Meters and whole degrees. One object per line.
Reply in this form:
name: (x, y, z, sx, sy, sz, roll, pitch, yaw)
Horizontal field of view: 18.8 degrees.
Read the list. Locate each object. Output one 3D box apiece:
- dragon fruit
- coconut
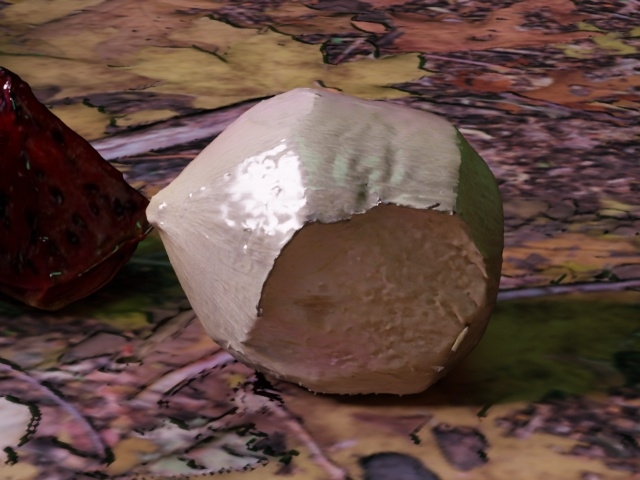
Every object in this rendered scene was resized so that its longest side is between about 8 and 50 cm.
dragon fruit: (-0.125, -0.022, 0.795, 0.063, 0.097, 0.131, -14, 6, -39)
coconut: (0.000, 0.000, 0.686, 0.124, 0.110, 0.110, 4, 21, -9)
